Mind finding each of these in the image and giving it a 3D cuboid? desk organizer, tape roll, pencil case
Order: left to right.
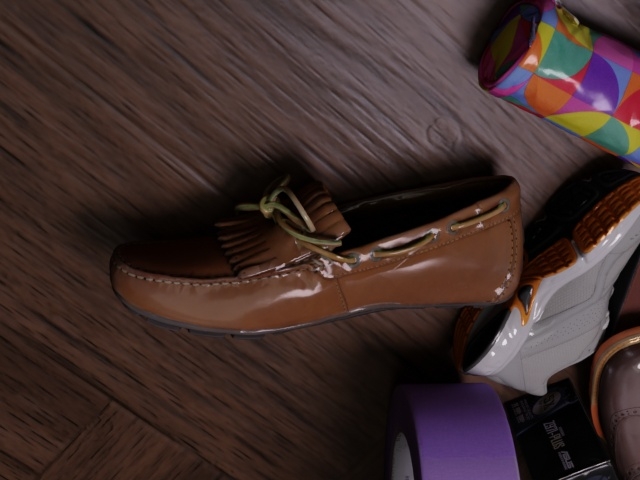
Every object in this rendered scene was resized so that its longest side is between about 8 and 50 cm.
[{"bbox_3d":[0.121,0.275,1.095,0.090,0.275,0.275,0,116,-5],"label":"tape roll"},{"bbox_3d":[0.256,-0.133,1.009,0.236,0.104,0.104,26,111,-17],"label":"pencil case"},{"bbox_3d":[0.315,0.051,1.129,0.050,0.047,0.130,6,117,-13],"label":"desk organizer"}]

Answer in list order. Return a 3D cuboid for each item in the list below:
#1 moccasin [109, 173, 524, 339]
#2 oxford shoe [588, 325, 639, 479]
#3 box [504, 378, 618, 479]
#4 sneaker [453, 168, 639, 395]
[{"bbox_3d":[0.000,0.001,1.029,0.380,0.139,0.147,-4,115,-3],"label":"moccasin"},{"bbox_3d":[0.369,0.239,1.154,0.130,0.133,0.364,-22,122,9],"label":"oxford shoe"},{"bbox_3d":[0.267,0.262,1.171,0.077,0.147,0.180,-22,114,6],"label":"box"},{"bbox_3d":[0.248,0.046,1.104,0.121,0.099,0.262,27,118,-24],"label":"sneaker"}]
